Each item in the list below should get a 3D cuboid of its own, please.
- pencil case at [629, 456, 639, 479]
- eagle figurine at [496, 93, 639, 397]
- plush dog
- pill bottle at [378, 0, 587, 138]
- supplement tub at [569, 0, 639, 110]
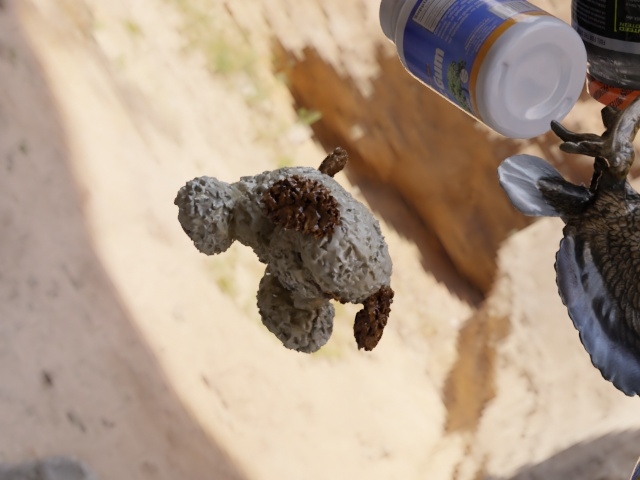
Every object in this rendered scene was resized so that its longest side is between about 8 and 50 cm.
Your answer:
[{"bbox_3d":[0.251,0.191,1.154,0.119,0.306,0.133,30,20,30],"label":"pencil case"},{"bbox_3d":[0.346,0.008,1.890,0.225,0.226,0.298,42,-26,56],"label":"eagle figurine"},{"bbox_3d":[0.000,0.000,1.927,0.262,0.210,0.225,51,-10,-29],"label":"plush dog"},{"bbox_3d":[0.185,-0.239,2.094,0.152,0.152,0.272,50,-6,-39],"label":"pill bottle"},{"bbox_3d":[0.399,-0.333,2.047,0.207,0.207,0.338,-96,-177,-62],"label":"supplement tub"}]
